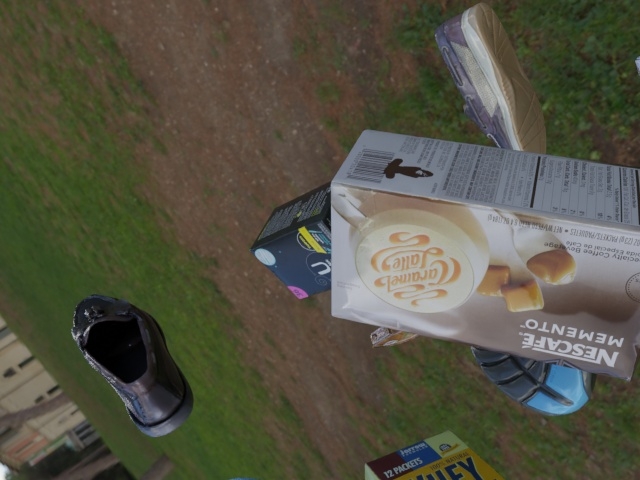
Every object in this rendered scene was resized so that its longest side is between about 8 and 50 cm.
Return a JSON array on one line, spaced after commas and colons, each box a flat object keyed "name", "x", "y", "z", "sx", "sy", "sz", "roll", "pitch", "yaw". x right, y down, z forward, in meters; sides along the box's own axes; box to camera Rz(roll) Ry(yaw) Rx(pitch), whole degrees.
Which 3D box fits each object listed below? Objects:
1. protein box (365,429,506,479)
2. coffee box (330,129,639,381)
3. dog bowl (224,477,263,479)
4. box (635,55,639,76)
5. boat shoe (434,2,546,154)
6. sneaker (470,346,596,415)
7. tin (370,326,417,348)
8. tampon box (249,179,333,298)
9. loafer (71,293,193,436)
[{"name": "protein box", "x": 0.164, "y": 0.389, "z": 0.829, "sx": 0.200, "sy": 0.136, "sz": 0.201, "roll": 35, "pitch": 133, "yaw": 56}, {"name": "coffee box", "x": 0.139, "y": 0.007, "z": 0.544, "sx": 0.247, "sy": 0.098, "sz": 0.141, "roll": 11, "pitch": 128, "yaw": 15}, {"name": "dog bowl", "x": -0.033, "y": 0.383, "z": 0.698, "sx": 0.297, "sy": 0.166, "sz": 0.074, "roll": 41, "pitch": -178, "yaw": -9}, {"name": "box", "x": 0.574, "y": -0.170, "z": 0.871, "sx": 0.262, "sy": 0.231, "sz": 0.127, "roll": 66, "pitch": 165, "yaw": -13}, {"name": "boat shoe", "x": 0.264, "y": -0.220, "z": 1.022, "sx": 0.092, "sy": 0.103, "sz": 0.285, "roll": -5, "pitch": 128, "yaw": 43}, {"name": "sneaker", "x": 0.227, "y": 0.054, "z": 0.753, "sx": 0.140, "sy": 0.125, "sz": 0.340, "roll": 23, "pitch": -151, "yaw": -28}, {"name": "tin", "x": 0.179, "y": 0.201, "z": 1.485, "sx": 0.189, "sy": 0.106, "sz": 0.040, "roll": 131, "pitch": 132, "yaw": -61}, {"name": "tampon box", "x": 0.000, "y": 0.000, "z": 1.001, "sx": 0.161, "sy": 0.101, "sz": 0.120, "roll": -22, "pitch": 120, "yaw": 43}, {"name": "loafer", "x": -0.268, "y": 0.138, "z": 0.900, "sx": 0.302, "sy": 0.109, "sz": 0.095, "roll": 34, "pitch": 155, "yaw": 46}]
